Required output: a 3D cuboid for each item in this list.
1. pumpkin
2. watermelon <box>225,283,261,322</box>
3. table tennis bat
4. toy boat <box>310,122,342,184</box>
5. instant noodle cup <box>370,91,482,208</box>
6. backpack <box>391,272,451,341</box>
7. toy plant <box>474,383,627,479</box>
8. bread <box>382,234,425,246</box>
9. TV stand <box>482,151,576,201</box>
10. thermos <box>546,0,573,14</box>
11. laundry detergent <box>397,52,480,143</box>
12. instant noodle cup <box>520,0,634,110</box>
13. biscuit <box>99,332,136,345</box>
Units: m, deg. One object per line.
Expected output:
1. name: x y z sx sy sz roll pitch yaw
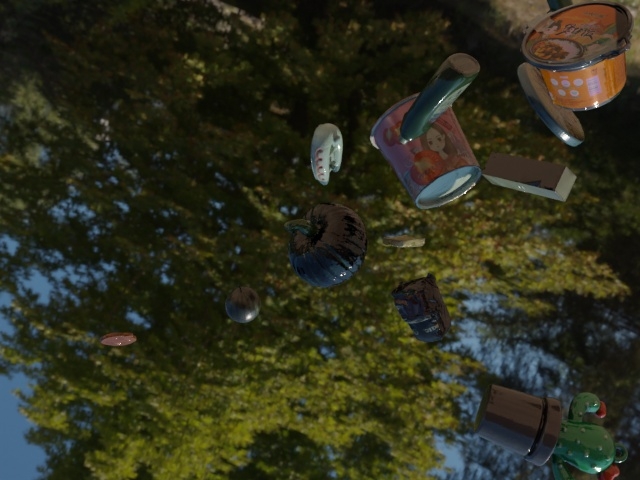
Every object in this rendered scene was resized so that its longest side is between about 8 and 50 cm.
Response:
1. pumpkin: 0.000 0.000 1.952 0.248 0.247 0.248 19 -168 -4
2. watermelon: -0.230 0.178 2.065 0.105 0.133 0.105 -2 -146 1
3. table tennis bat: 0.515 -0.316 1.568 0.215 0.044 0.329 47 -149 -7
4. toy boat: 0.031 -0.274 2.207 0.079 0.207 0.134 21 -132 25
5. instant noodle cup: 0.284 -0.227 1.836 0.243 0.243 0.231 6 -127 -50
6. backpack: 0.256 0.176 1.753 0.120 0.165 0.106 -24 -175 44
7. toy plant: 0.628 0.513 1.883 0.401 0.185 0.279 20 -131 7
8. bread: 0.242 0.003 2.030 0.068 0.028 0.154 10 -173 31
9. TV stand: 0.632 -0.199 2.148 0.083 0.088 0.270 28 175 -42
10. thermos: 0.760 -0.722 2.197 0.083 0.187 0.073 -18 175 -46
11. laundry detergent: 0.229 -0.277 1.411 0.063 0.211 0.137 44 -140 7
12. instant noodle cup: 0.445 -0.303 1.189 0.125 0.178 0.208 56 -172 -39
13. biscuit: -0.503 0.244 1.755 0.091 0.078 0.015 29 -137 -59
